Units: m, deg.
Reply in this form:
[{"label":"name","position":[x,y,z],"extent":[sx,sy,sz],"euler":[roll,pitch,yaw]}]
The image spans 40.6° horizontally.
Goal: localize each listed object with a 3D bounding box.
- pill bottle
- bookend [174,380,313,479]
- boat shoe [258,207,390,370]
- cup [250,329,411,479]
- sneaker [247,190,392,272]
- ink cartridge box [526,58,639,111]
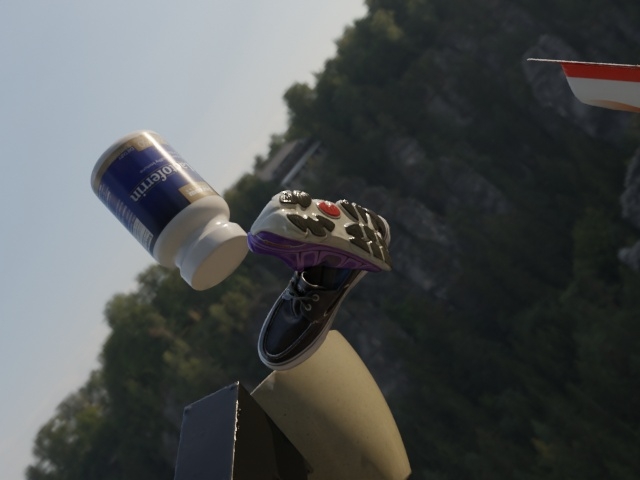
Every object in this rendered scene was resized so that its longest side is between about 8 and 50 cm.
[{"label":"pill bottle","position":[-0.248,-0.049,1.446],"extent":[0.153,0.264,0.153],"euler":[-40,-19,-17]},{"label":"bookend","position":[-0.075,0.259,0.896],"extent":[0.072,0.157,0.156],"euler":[-28,29,14]},{"label":"boat shoe","position":[-0.002,0.054,1.036],"extent":[0.228,0.080,0.076],"euler":[-48,-27,-2]},{"label":"cup","position":[-0.001,0.340,1.347],"extent":[0.331,0.237,0.331],"euler":[-44,-15,-15]},{"label":"sneaker","position":[0.000,0.000,0.823],"extent":[0.071,0.170,0.068],"euler":[-41,50,32]},{"label":"ink cartridge box","position":[0.318,-0.152,0.880],"extent":[0.179,0.145,0.045],"euler":[-4,-75,-40]}]
